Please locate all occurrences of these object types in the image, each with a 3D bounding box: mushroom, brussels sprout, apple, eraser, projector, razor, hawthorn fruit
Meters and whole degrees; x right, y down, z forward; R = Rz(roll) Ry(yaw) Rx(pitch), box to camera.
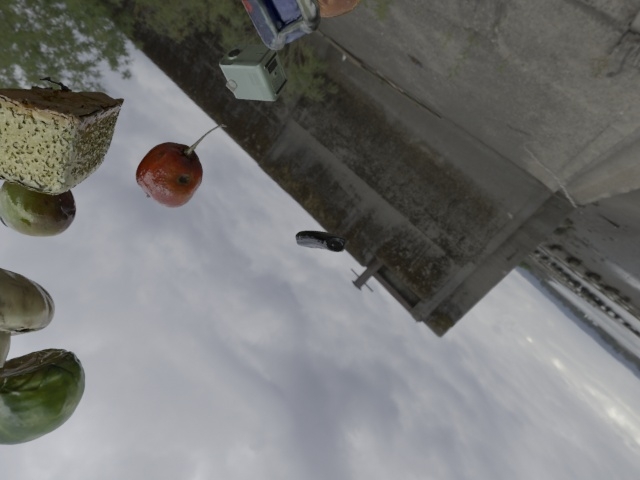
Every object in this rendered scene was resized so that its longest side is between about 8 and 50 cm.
[{"bbox_3d":[-0.399,0.092,0.473,0.154,0.154,0.122,9,-119,-61],"label":"mushroom"},{"bbox_3d":[-0.452,0.244,0.624,0.152,0.122,0.149,-4,-176,7],"label":"brussels sprout"},{"bbox_3d":[-0.887,-0.113,1.263,0.207,0.188,0.174,-15,-133,-39],"label":"apple"},{"bbox_3d":[-0.080,-0.446,0.652,0.332,0.102,0.155,-100,-17,-45],"label":"eraser"},{"bbox_3d":[-0.277,-0.681,1.628,0.243,0.163,0.177,15,151,28],"label":"projector"},{"bbox_3d":[0.000,0.000,1.170,0.090,0.054,0.148,8,180,-43],"label":"razor"},{"bbox_3d":[-0.352,-0.215,1.030,0.165,0.285,0.165,37,-160,-16],"label":"hawthorn fruit"}]

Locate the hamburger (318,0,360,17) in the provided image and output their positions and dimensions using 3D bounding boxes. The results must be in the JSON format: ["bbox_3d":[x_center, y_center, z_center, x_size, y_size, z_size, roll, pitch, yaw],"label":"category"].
[{"bbox_3d":[-0.009,-0.801,1.164,0.315,0.170,0.290,10,163,7],"label":"hamburger"}]

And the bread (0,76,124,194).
[{"bbox_3d":[-0.701,-0.294,1.043,0.279,0.248,0.315,13,-156,-21],"label":"bread"}]
